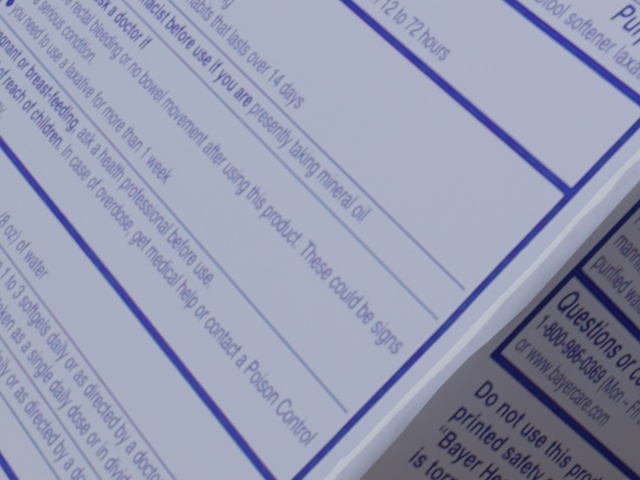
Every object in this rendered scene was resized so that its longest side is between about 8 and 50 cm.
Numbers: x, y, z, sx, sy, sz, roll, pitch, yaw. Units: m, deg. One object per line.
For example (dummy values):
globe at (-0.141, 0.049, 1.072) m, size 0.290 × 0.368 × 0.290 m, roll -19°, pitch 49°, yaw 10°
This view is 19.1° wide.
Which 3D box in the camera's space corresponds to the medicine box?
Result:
medicine box at (0.000, 0.000, 0.631) m, size 0.289 × 0.149 × 0.263 m, roll -46°, pitch 48°, yaw 3°
